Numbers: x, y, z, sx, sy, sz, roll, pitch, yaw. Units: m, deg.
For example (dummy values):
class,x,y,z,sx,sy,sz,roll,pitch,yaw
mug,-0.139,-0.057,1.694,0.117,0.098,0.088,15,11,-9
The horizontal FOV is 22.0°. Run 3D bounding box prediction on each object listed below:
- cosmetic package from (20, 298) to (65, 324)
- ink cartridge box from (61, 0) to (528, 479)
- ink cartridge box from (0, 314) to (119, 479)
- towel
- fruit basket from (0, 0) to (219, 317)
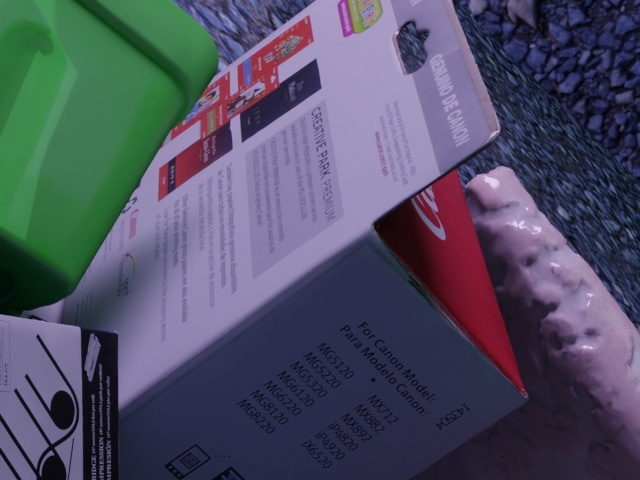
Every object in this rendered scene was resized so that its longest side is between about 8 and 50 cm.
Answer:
class,x,y,z,sx,sy,sz,roll,pitch,yaw
cosmetic package,-0.151,0.074,0.927,0.099,0.060,0.239,37,22,-37
ink cartridge box,0.000,0.000,0.892,0.130,0.272,0.309,47,17,-24
ink cartridge box,-0.131,0.139,0.707,0.097,0.046,0.207,15,71,-60
towel,0.129,0.165,1.046,0.053,0.317,0.332,-26,74,-39
fruit basket,-0.263,-0.144,0.825,0.392,0.283,0.392,34,41,-36
